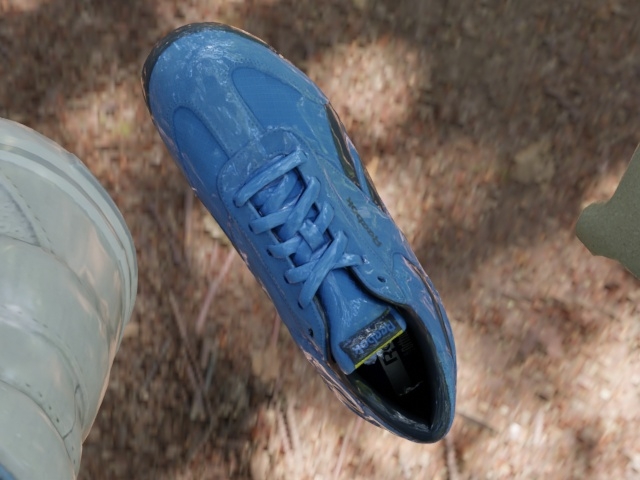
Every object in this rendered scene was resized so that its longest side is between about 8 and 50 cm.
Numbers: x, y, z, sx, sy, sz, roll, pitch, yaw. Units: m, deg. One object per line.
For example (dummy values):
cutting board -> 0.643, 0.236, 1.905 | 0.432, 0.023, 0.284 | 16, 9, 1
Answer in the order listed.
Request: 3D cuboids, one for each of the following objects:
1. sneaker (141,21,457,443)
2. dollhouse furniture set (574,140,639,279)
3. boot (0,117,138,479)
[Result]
sneaker -> 0.000, 0.000, 0.781 | 0.069, 0.209, 0.082 | -32, 27, 2
dollhouse furniture set -> 0.237, -0.096, 0.623 | 0.151, 0.302, 0.197 | 35, 30, 22
boot -> -0.165, 0.048, 0.367 | 0.258, 0.095, 0.123 | -18, 24, 7
